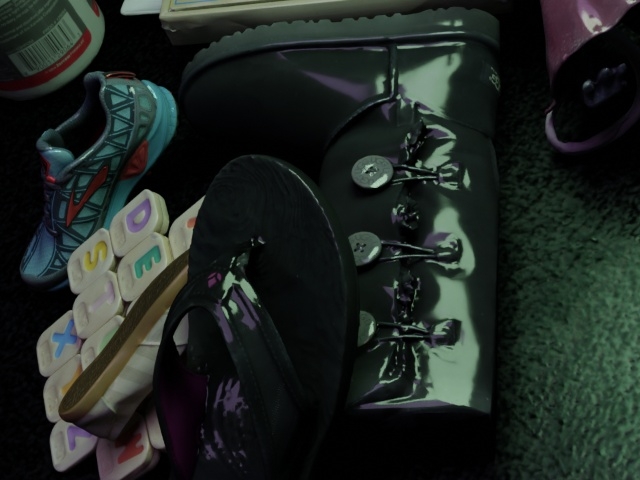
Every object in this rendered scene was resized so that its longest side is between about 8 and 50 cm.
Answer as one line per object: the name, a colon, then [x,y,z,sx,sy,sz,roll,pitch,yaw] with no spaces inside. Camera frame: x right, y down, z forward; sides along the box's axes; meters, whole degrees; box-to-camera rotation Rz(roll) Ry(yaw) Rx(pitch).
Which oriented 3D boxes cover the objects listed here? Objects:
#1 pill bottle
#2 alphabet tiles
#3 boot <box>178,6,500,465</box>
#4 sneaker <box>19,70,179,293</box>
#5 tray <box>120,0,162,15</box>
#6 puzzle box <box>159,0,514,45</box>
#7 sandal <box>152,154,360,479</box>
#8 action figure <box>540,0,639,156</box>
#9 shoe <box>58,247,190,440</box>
pill bottle: [-0.400,-0.328,1.510,0.176,0.318,0.176,-12,52,15]
alphabet tiles: [-0.184,0.091,1.252,0.278,0.021,0.284,-37,49,24]
boot: [0.002,0.000,1.247,0.367,0.146,0.445,-9,61,24]
sneaker: [-0.268,-0.069,1.373,0.104,0.125,0.262,34,96,43]
tray: [-0.146,-0.383,1.629,0.145,0.030,0.270,2,58,25]
puzzle box: [0.025,-0.363,1.507,0.409,0.052,0.272,-4,57,14]
sandal: [-0.069,0.148,1.054,0.167,0.107,0.446,6,89,30]
action figure: [0.232,-0.316,1.244,0.248,0.276,0.370,-30,61,-10]
shoe: [-0.150,0.088,1.172,0.219,0.058,0.076,-51,17,-1]
